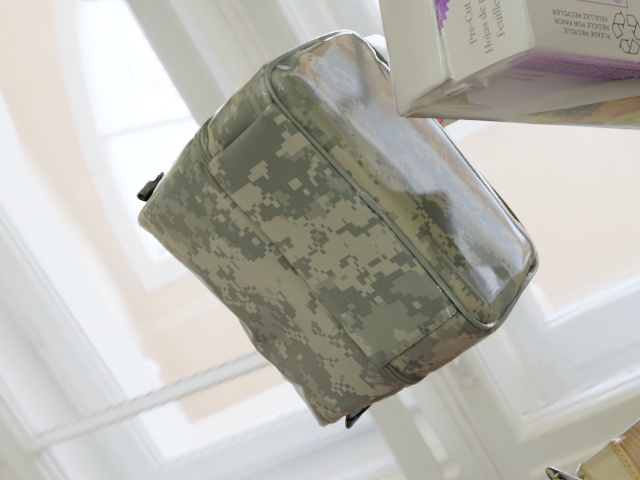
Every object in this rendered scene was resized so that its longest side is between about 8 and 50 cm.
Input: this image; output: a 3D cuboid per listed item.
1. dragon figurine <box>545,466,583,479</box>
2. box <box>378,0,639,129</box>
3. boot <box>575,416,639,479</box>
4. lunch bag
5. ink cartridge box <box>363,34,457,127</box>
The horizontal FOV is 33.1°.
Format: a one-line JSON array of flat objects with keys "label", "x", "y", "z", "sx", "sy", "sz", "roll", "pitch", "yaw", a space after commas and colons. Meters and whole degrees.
[{"label": "dragon figurine", "x": 0.088, "y": 0.223, "z": 0.332, "sx": 0.144, "sy": 0.289, "sz": 0.085, "roll": 3, "pitch": -8, "yaw": -45}, {"label": "box", "x": 0.165, "y": -0.076, "z": 0.402, "sx": 0.324, "sy": 0.067, "sz": 0.063, "roll": -2, "pitch": -10, "yaw": -35}, {"label": "boot", "x": 0.292, "y": 0.170, "z": 0.626, "sx": 0.206, "sy": 0.090, "sz": 0.248, "roll": -22, "pitch": 39, "yaw": -6}, {"label": "lunch bag", "x": 0.000, "y": 0.000, "z": 0.964, "sx": 0.256, "sy": 0.305, "sz": 0.212, "roll": -41, "pitch": 0, "yaw": 32}, {"label": "ink cartridge box", "x": 0.089, "y": -0.196, "z": 1.356, "sx": 0.181, "sy": 0.056, "sz": 0.224, "roll": 25, "pitch": 27, "yaw": 22}]
